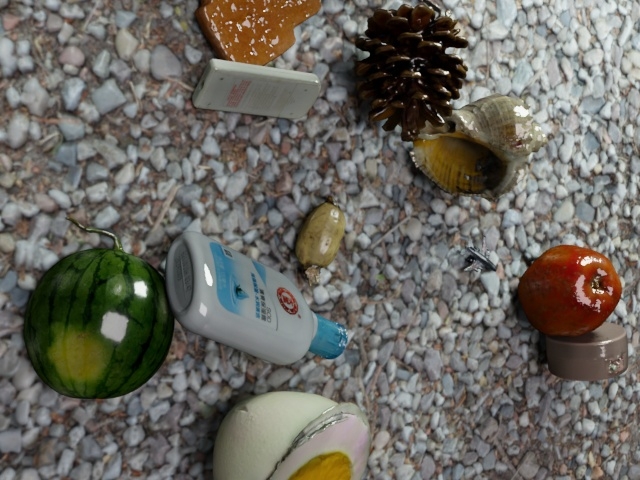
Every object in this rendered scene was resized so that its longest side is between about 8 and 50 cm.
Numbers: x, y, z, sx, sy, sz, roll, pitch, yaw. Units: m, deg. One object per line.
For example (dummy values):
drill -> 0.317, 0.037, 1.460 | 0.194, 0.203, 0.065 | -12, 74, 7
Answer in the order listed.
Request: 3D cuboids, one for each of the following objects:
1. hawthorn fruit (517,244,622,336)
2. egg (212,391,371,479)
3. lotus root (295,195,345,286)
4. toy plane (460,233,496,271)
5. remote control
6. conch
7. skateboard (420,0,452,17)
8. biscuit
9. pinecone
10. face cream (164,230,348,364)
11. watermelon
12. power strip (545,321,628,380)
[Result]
hawthorn fruit -> 0.462, 0.094, 1.596 | 0.189, 0.189, 0.189 | -2, 94, -31
egg -> -0.059, 0.342, 1.316 | 0.264, 0.174, 0.286 | -41, 139, -25
lotus root -> 0.000, 0.000, 1.383 | 0.072, 0.063, 0.152 | 23, 77, -40
toy plane -> 0.290, 0.032, 1.576 | 0.083, 0.031, 0.078 | 39, 74, -27
remote control -> -0.092, -0.225, 1.304 | 0.190, 0.087, 0.029 | 2, 54, -30
conch -> 0.263, -0.161, 1.483 | 0.245, 0.163, 0.178 | 5, 73, -2
skateboard -> 0.182, -0.373, 1.490 | 0.064, 0.032, 0.083 | 31, 75, -18
biscuit -> -0.101, -0.394, 1.309 | 0.284, 0.043, 0.306 | 13, 89, -34
pinecone -> 0.146, -0.264, 1.391 | 0.186, 0.168, 0.212 | -1, 95, -7
face cream -> -0.084, 0.107, 1.293 | 0.337, 0.080, 0.163 | 29, 36, -43
watermelon -> -0.287, 0.107, 1.182 | 0.204, 0.127, 0.232 | 27, 74, -26
power strip -> 0.507, 0.207, 1.645 | 0.154, 0.154, 0.078 | -12, 101, -30
